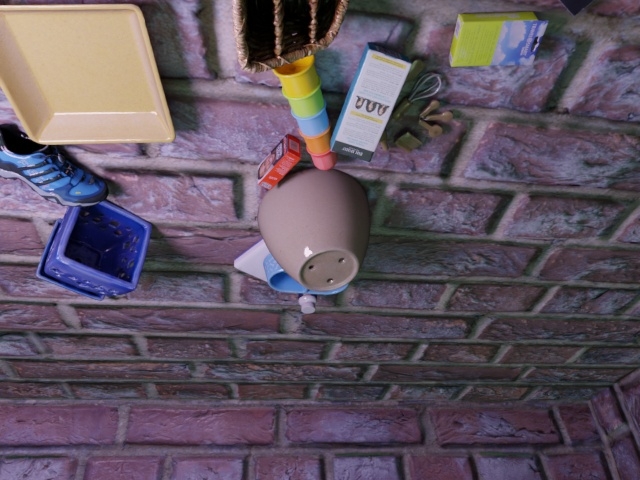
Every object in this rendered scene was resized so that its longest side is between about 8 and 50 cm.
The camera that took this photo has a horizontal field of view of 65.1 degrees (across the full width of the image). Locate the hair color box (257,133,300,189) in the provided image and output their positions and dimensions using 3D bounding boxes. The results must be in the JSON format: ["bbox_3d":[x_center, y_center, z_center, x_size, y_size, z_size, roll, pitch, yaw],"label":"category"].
[{"bbox_3d":[-0.109,-0.202,1.302,0.043,0.071,0.141,22,135,-30],"label":"hair color box"}]

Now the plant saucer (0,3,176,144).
[{"bbox_3d":[-0.501,-0.356,1.065,0.333,0.080,0.332,-2,143,-3],"label":"plant saucer"}]

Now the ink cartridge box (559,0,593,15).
[{"bbox_3d":[0.498,-0.552,0.914,0.207,0.045,0.208,24,134,-30],"label":"ink cartridge box"}]

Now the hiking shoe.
[{"bbox_3d":[-0.678,-0.180,1.253,0.304,0.113,0.132,22,137,-29],"label":"hiking shoe"}]

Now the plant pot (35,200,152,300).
[{"bbox_3d":[-0.661,0.033,1.447,0.212,0.235,0.236,-25,139,34],"label":"plant pot"}]

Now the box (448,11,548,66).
[{"bbox_3d":[0.374,-0.427,1.068,0.179,0.042,0.109,-2,143,-2],"label":"box"}]

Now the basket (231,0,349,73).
[{"bbox_3d":[-0.041,-0.460,0.848,0.214,0.222,0.299,0,142,-4],"label":"basket"}]

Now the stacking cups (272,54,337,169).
[{"bbox_3d":[-0.015,-0.290,1.178,0.096,0.095,0.316,-12,143,11],"label":"stacking cups"}]

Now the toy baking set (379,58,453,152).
[{"bbox_3d":[0.210,-0.318,1.214,0.197,0.030,0.256,-19,139,16],"label":"toy baking set"}]

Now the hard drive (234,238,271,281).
[{"bbox_3d":[-0.102,0.040,1.644,0.210,0.040,0.319,28,132,-35],"label":"hard drive"}]

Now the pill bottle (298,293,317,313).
[{"bbox_3d":[-0.046,0.196,1.787,0.067,0.120,0.067,-3,143,-2],"label":"pill bottle"}]

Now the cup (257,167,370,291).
[{"bbox_3d":[0.000,0.000,1.393,0.332,0.236,0.330,-7,134,-7],"label":"cup"}]

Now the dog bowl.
[{"bbox_3d":[-0.040,0.110,1.646,0.298,0.074,0.165,5,142,-10],"label":"dog bowl"}]

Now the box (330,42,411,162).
[{"bbox_3d":[0.108,-0.305,1.132,0.101,0.060,0.244,15,124,-11],"label":"box"}]
